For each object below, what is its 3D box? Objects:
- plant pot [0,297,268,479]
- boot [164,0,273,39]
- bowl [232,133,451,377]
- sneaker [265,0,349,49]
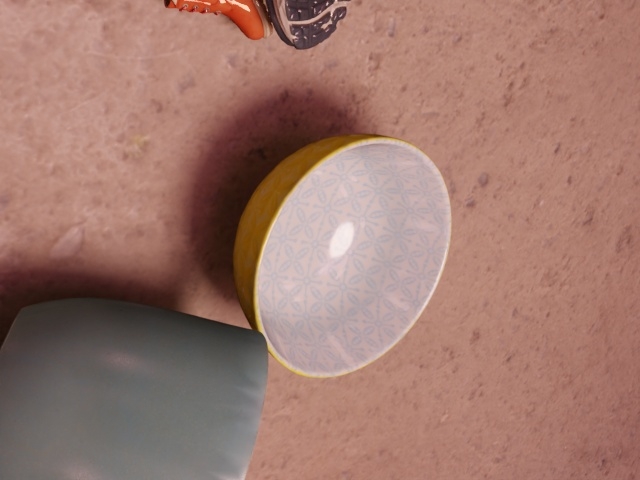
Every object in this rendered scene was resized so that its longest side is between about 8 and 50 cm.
[{"bbox_3d":[-0.217,0.190,0.806,0.235,0.293,0.293,22,96,-15],"label":"plant pot"},{"bbox_3d":[-0.116,-0.253,0.839,0.084,0.059,0.158,-47,127,-4],"label":"boot"},{"bbox_3d":[0.000,0.000,0.976,0.289,0.156,0.289,-18,120,-33],"label":"bowl"},{"bbox_3d":[-0.043,-0.334,0.811,0.110,0.122,0.283,-26,118,-38],"label":"sneaker"}]
